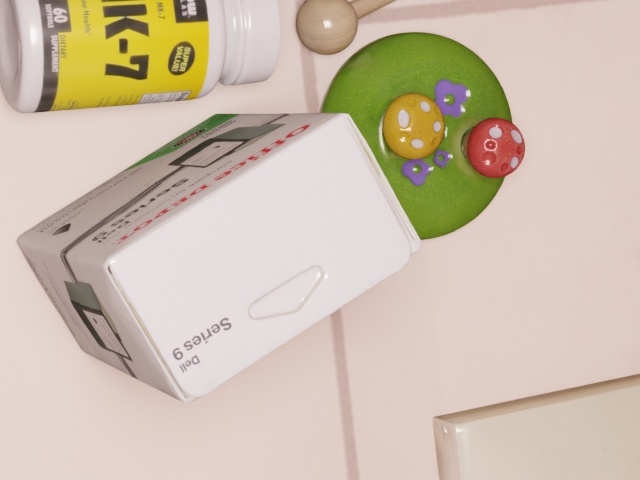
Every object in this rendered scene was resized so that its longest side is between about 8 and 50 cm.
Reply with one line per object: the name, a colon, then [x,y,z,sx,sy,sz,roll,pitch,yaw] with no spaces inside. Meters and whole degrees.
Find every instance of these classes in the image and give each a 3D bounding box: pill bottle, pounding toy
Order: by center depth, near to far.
pill bottle: [-0.146,-0.167,1.366,0.209,0.119,0.119,-7,96,-22]
pounding toy: [0.093,-0.114,1.469,0.183,0.110,0.236,-21,101,-19]

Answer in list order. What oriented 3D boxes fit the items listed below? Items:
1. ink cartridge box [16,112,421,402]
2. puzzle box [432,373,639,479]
ink cartridge box: [-0.085,0.001,1.307,0.211,0.289,0.121,-33,105,-17]
puzzle box: [0.254,0.337,1.590,0.272,0.052,0.408,-9,97,-21]
